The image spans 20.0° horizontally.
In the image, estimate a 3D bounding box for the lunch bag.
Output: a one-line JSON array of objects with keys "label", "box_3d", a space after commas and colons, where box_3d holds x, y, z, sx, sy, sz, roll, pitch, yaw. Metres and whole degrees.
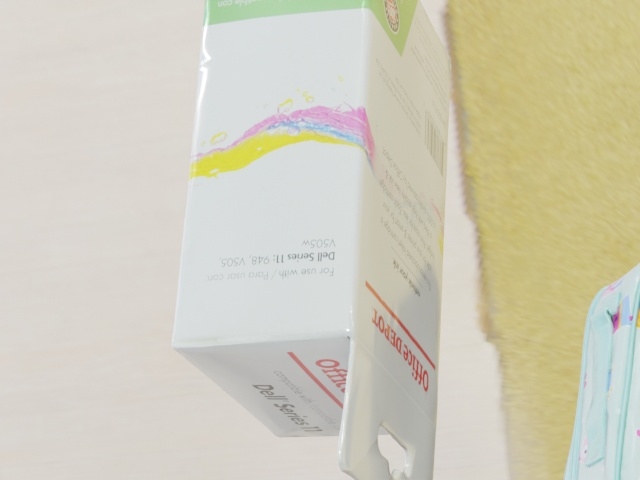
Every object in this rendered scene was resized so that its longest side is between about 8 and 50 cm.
[{"label": "lunch bag", "box_3d": [0.329, 0.155, 1.594, 0.224, 0.108, 0.279, 18, 60, -12]}]

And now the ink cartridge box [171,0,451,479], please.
[{"label": "ink cartridge box", "box_3d": [0.000, 0.000, 1.160, 0.119, 0.207, 0.353, -4, 67, 18]}]
